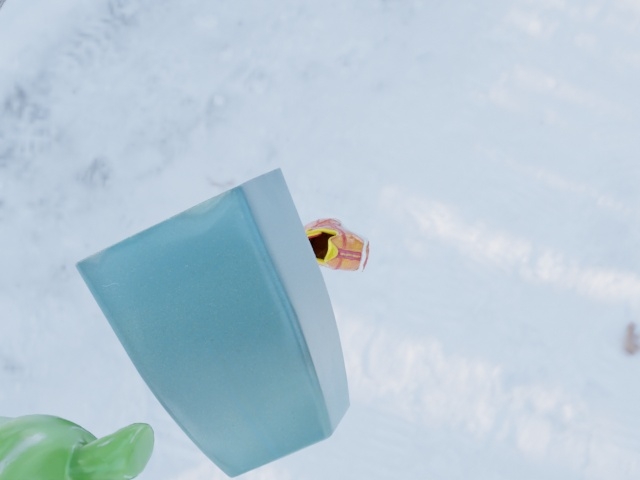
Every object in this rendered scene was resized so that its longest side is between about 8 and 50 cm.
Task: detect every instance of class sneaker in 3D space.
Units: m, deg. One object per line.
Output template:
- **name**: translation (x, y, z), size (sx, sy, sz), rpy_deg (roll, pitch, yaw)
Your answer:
- **sneaker**: translation (0.000, 0.000, 1.575), size (0.067, 0.175, 0.064), rpy_deg (13, 88, -22)

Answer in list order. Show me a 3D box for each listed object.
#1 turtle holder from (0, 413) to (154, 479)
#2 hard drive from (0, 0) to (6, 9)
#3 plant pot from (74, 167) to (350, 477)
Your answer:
- **turtle holder**: translation (-0.232, 0.240, 0.738), size (0.227, 0.243, 0.320), rpy_deg (0, 39, 18)
- **hard drive**: translation (-0.166, -0.129, 0.514), size (0.064, 0.339, 0.237), rpy_deg (24, 48, -25)
- **plant pot**: translation (-0.077, 0.080, 1.182), size (0.165, 0.165, 0.234), rpy_deg (-24, 93, 13)
